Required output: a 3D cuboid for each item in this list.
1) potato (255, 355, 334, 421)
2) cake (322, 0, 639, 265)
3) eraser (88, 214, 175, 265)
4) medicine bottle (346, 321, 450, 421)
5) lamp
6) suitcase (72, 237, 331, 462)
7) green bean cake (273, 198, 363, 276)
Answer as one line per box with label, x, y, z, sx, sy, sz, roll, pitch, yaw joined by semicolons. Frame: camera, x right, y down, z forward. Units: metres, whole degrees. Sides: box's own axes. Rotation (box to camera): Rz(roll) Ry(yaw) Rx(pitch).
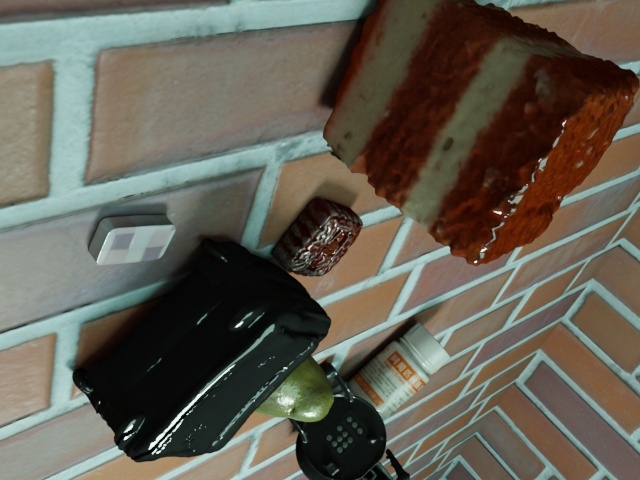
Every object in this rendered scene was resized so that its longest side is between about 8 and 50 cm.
potato;-0.064;0.276;1.430;0.157;0.194;0.157;-61;179;-1
cake;0.211;-0.174;1.011;0.270;0.319;0.269;-15;140;-50
eraser;-0.245;-0.002;0.970;0.105;0.026;0.065;-4;131;-50
medicine bottle;0.202;0.336;1.908;0.252;0.144;0.144;-42;153;-4
lamp;0.036;0.492;1.830;0.205;0.374;0.272;-39;-175;-21
suitcase;-0.167;0.188;1.199;0.345;0.188;0.339;-47;158;4
green bean cake;0.000;0.000;1.260;0.135;0.056;0.136;-50;152;16
